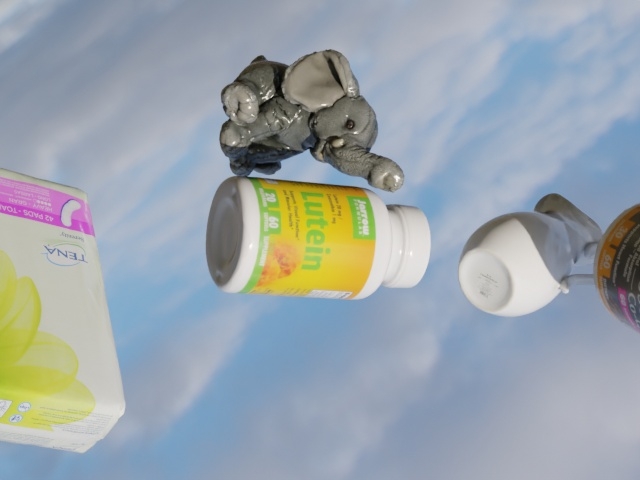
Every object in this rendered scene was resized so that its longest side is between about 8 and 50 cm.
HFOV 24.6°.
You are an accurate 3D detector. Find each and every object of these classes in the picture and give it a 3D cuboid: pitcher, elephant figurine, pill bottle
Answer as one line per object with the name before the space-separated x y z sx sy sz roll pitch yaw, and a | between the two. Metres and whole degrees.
pitcher | 0.284 0.028 1.827 0.178 0.125 0.207 26 -147 32
elephant figurine | 0.004 -0.153 1.870 0.239 0.186 0.169 -1 -176 16
pill bottle | 0.000 0.000 1.735 0.136 0.246 0.136 -176 -90 -65
pill bottle | 0.428 0.054 1.600 0.162 0.162 0.278 -40 -160 -6

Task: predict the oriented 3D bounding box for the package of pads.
package of pads | -0.324 0.060 1.468 0.101 0.229 0.296 -41 -131 34
